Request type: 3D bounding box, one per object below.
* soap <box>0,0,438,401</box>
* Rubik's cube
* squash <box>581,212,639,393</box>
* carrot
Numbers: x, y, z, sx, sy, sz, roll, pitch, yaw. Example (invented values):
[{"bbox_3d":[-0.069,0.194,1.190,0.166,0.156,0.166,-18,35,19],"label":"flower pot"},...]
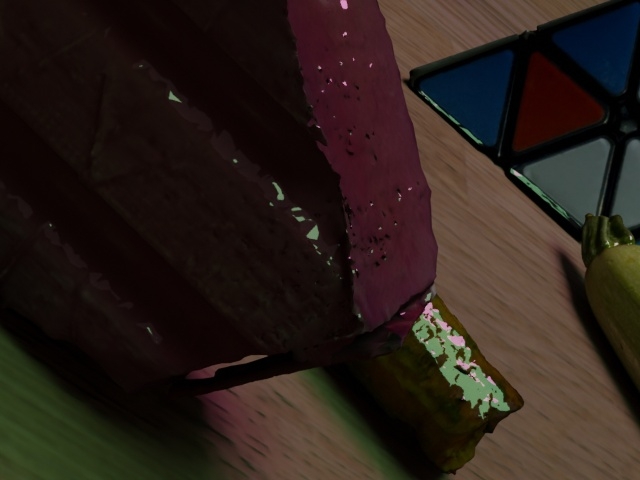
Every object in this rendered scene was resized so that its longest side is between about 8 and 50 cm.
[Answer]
[{"bbox_3d":[-0.070,-0.061,0.534,0.289,0.182,0.112,44,25,6],"label":"soap"},{"bbox_3d":[0.159,-0.120,1.059,0.234,0.284,0.250,5,19,-24],"label":"Rubik's cube"},{"bbox_3d":[0.239,0.061,0.912,0.094,0.094,0.224,11,38,-49],"label":"squash"},{"bbox_3d":[0.000,0.000,0.673,0.260,0.070,0.070,51,27,8],"label":"carrot"}]
